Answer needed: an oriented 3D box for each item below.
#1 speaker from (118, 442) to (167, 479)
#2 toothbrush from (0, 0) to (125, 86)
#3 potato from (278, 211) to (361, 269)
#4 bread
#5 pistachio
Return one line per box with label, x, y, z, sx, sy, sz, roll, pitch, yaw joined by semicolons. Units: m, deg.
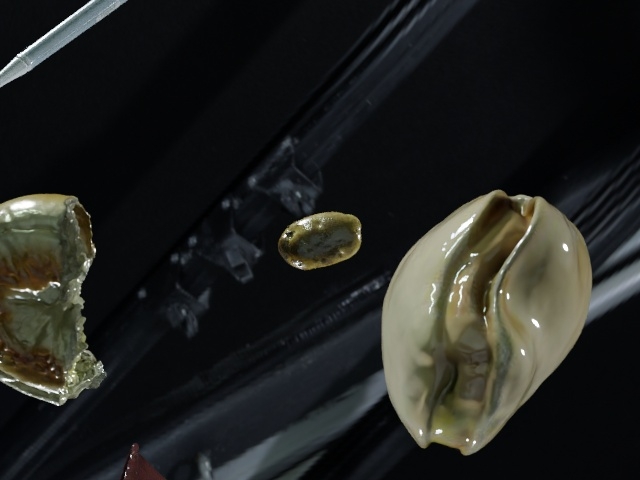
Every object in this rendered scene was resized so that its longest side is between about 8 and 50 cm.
speaker;-0.052;0.342;0.718;0.330;0.259;0.198;24;-47;-3
toothbrush;-0.331;-0.220;1.057;0.030;0.342;0.025;34;-36;3
potato;0.000;0.000;0.862;0.083;0.040;0.051;-16;-83;8
bread;-0.417;0.079;1.262;0.192;0.171;0.314;-1;-64;1
pistachio;0.236;0.100;1.283;0.281;0.445;0.365;17;-50;13
